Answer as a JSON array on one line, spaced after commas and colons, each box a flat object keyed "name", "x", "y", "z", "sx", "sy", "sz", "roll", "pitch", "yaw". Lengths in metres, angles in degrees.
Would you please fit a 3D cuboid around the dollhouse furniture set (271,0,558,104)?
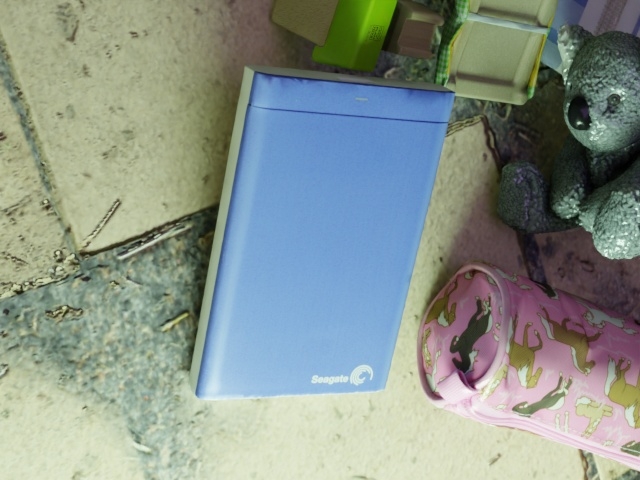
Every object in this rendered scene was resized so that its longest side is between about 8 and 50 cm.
[{"name": "dollhouse furniture set", "x": 0.108, "y": -0.266, "z": 1.200, "sx": 0.302, "sy": 0.151, "sz": 0.197, "roll": 0, "pitch": 115, "yaw": -46}]

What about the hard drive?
[{"name": "hard drive", "x": 0.000, "y": 0.000, "z": 1.116, "sx": 0.210, "sy": 0.040, "sz": 0.318, "roll": 1, "pitch": 111, "yaw": -29}]

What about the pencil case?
[{"name": "pencil case", "x": 0.284, "y": 0.152, "z": 1.273, "sx": 0.386, "sy": 0.167, "sz": 0.160, "roll": 22, "pitch": 107, "yaw": -27}]

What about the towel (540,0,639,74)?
[{"name": "towel", "x": 0.367, "y": -0.252, "z": 1.359, "sx": 0.285, "sy": 0.034, "sz": 0.209, "roll": 25, "pitch": 84, "yaw": -26}]

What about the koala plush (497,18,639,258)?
[{"name": "koala plush", "x": 0.314, "y": -0.122, "z": 1.243, "sx": 0.203, "sy": 0.196, "sz": 0.221, "roll": -19, "pitch": 113, "yaw": -35}]
